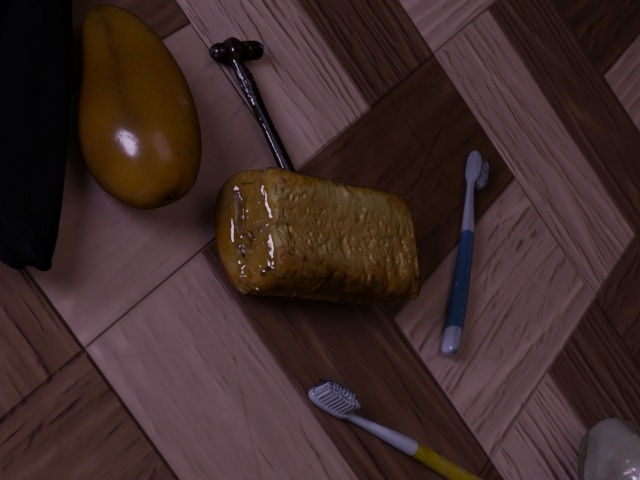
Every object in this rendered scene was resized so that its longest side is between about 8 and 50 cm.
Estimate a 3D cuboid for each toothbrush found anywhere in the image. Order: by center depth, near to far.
[{"bbox_3d":[0.100,0.194,1.274,0.288,0.024,0.021,34,43,-31],"label":"toothbrush"},{"bbox_3d":[0.149,0.011,1.450,0.025,0.019,0.275,45,40,-32],"label":"toothbrush"}]

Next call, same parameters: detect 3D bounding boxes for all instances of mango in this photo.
[{"bbox_3d":[-0.150,-0.106,1.135,0.102,0.085,0.184,11,50,-40],"label":"mango"}]

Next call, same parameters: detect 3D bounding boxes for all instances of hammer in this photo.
[{"bbox_3d":[-0.046,-0.105,1.299,0.065,0.021,0.178,-21,84,-53],"label":"hammer"}]

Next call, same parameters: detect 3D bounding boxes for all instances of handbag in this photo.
[{"bbox_3d":[-0.242,-0.149,1.031,0.191,0.075,0.332,53,26,-55],"label":"handbag"}]

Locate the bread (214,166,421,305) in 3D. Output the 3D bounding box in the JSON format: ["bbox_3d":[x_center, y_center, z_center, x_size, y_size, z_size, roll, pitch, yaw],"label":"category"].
[{"bbox_3d":[0.000,0.000,1.234,0.211,0.083,0.113,10,66,-45],"label":"bread"}]

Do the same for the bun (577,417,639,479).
[{"bbox_3d":[0.322,0.264,1.414,0.183,0.102,0.183,44,8,-8],"label":"bun"}]
